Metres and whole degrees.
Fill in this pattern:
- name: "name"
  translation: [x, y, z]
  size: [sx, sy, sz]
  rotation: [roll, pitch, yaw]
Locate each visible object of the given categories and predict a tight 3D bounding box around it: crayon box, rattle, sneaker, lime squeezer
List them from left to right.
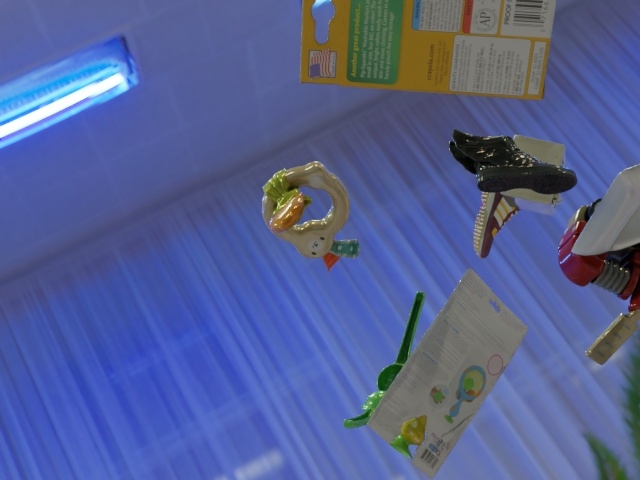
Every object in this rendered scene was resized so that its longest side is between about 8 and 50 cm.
- name: "rattle"
  translation: [0.000, 0.000, 1.460]
  size: [0.130, 0.143, 0.200]
  rotation: [-26, -56, -9]
- name: "lime squeezer"
  translation: [0.100, 0.203, 1.469]
  size: [0.310, 0.058, 0.110]
  rotation: [-51, -19, -51]
- name: "crayon box"
  translation: [0.139, -0.302, 1.361]
  size: [0.322, 0.083, 0.203]
  rotation: [4, -62, 2]
- name: "sneaker"
  translation: [0.350, -0.051, 2.021]
  size: [0.083, 0.186, 0.069]
  rotation: [10, 7, -4]
- name: "sneaker"
  translation: [0.269, -0.112, 1.457]
  size: [0.170, 0.089, 0.051]
  rotation: [-1, -34, -5]

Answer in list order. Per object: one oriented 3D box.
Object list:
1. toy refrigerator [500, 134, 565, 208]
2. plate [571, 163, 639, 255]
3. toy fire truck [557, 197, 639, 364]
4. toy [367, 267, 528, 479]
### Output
- name: "toy refrigerator"
  translation: [0.378, -0.108, 1.816]
  size: [0.269, 0.094, 0.102]
  rotation: [14, -90, -77]
- name: "plate"
  translation: [0.585, -0.070, 1.758]
  size: [0.277, 0.045, 0.278]
  rotation: [-18, -25, -14]
- name: "toy fire truck"
  translation: [0.539, 0.084, 1.954]
  size: [0.158, 0.217, 0.246]
  rotation: [117, 177, -63]
- name: "toy"
  translation: [0.153, 0.166, 1.326]
  size: [0.137, 0.056, 0.237]
  rotation: [44, -110, -29]
